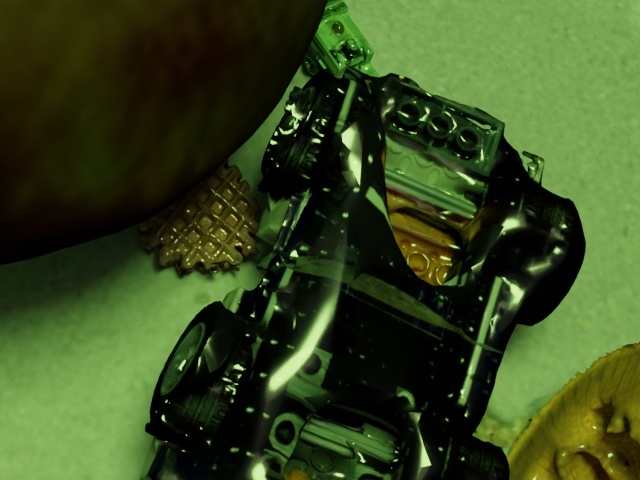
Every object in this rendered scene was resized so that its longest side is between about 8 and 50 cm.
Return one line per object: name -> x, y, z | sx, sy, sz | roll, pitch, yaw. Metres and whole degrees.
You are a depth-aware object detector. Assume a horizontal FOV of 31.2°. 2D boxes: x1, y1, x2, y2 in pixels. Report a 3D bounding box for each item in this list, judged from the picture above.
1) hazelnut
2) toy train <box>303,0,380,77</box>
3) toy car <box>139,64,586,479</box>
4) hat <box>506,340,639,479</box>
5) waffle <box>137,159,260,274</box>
hazelnut -> -0.171, -0.181, 0.570 | 0.402, 0.402, 0.429 | 32, 73, 3
toy train -> 0.007, -0.128, 0.745 | 0.033, 0.053, 0.083 | -29, 74, -21
toy car -> 0.018, 0.051, 0.629 | 0.193, 0.118, 0.301 | 30, 68, -16
hat -> 0.221, 0.205, 0.578 | 0.233, 0.244, 0.233 | 33, 71, -12
waffle -> -0.074, -0.016, 0.696 | 0.075, 0.029, 0.083 | -14, 73, -16
